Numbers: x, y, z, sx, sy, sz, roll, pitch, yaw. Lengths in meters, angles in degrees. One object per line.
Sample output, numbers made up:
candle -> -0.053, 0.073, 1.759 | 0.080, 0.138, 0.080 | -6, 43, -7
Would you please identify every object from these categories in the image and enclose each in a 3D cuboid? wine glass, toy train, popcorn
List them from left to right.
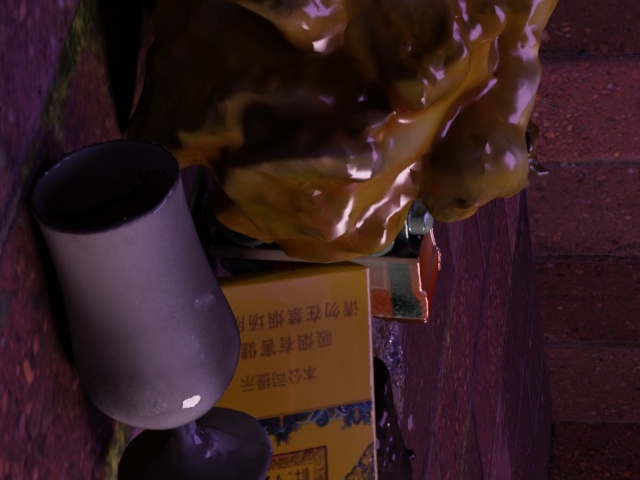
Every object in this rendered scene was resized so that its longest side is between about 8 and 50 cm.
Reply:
wine glass -> -0.100, 0.054, 1.169 | 0.103, 0.103, 0.231 | -75, 157, -50
popcorn -> -0.006, -0.148, 1.282 | 0.290, 0.321, 0.325 | -37, 111, -54
toy train -> 0.000, 0.000, 1.455 | 0.074, 0.176, 0.118 | -76, 163, -45

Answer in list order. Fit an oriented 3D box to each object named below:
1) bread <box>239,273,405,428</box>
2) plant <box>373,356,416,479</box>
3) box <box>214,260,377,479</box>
bread -> 0.003, 0.030, 1.622 | 0.165, 0.113, 0.416 | -71, 158, -52
plant -> -0.009, 0.147, 1.513 | 0.203, 0.131, 0.142 | 51, 40, -48
box -> -0.034, 0.159, 1.390 | 0.041, 0.153, 0.279 | 15, -70, 62
